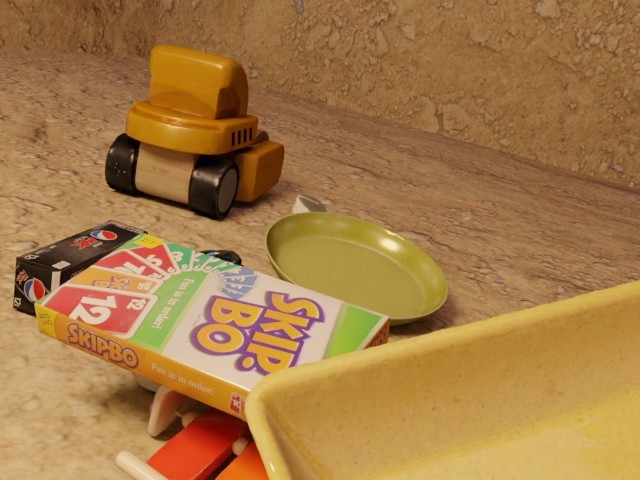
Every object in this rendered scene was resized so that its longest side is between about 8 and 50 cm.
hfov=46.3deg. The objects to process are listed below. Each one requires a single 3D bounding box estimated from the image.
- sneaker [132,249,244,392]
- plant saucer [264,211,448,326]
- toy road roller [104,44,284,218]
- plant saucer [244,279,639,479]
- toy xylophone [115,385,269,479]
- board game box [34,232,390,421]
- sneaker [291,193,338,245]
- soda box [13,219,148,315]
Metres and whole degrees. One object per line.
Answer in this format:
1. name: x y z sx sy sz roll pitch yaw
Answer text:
1. sneaker: -0.069 0.065 0.705 0.079 0.121 0.216 28 23 38
2. plant saucer: 0.042 0.039 0.948 0.240 0.037 0.241 14 28 -8
3. toy road roller: -0.188 -0.191 1.235 0.202 0.241 0.329 16 18 12
4. plant saucer: 0.165 0.179 0.363 0.332 0.081 0.333 -11 44 -20
5. toy xylophone: 0.003 0.155 0.523 0.322 0.081 0.236 26 36 32
6. board game box: -0.071 0.066 0.555 0.259 0.039 0.124 19 35 22
7. sneaker: 0.000 0.000 1.084 0.053 0.061 0.152 7 35 -40
8. soda box: -0.252 0.029 0.803 0.053 0.060 0.169 15 18 14
